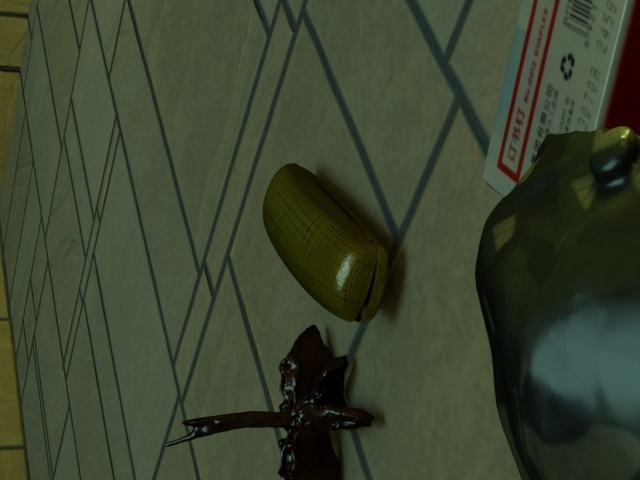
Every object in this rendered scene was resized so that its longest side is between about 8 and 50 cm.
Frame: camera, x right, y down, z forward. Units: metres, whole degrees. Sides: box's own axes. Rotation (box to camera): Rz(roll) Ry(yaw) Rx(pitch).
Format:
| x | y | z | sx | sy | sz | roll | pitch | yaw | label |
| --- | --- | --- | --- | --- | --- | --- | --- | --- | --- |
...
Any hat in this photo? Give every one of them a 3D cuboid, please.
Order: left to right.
| x | y | z | sx | sy | sz | roll | pitch | yaw | label |
| --- | --- | --- | --- | --- | --- | --- | --- | --- | --- |
| 0.154 | 0.169 | 0.574 | 0.382 | 0.257 | 0.366 | -69 | 19 | -3 | hat |

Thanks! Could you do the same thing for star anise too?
| x | y | z | sx | sy | sz | roll | pitch | yaw | label |
| --- | --- | --- | --- | --- | --- | --- | --- | --- | --- |
| -0.043 | 0.153 | 1.154 | 0.140 | 0.144 | 0.158 | -66 | 28 | 28 | star anise |

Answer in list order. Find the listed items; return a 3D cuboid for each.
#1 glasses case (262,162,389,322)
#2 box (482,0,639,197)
| x | y | z | sx | sy | sz | roll | pitch | yaw | label |
| --- | --- | --- | --- | --- | --- | --- | --- | --- | --- |
| 0.000 | 0.000 | 1.151 | 0.234 | 0.064 | 0.079 | -131 | 54 | -61 | glasses case |
| 0.159 | -0.108 | 0.764 | 0.123 | 0.050 | 0.229 | -128 | 43 | -61 | box |
